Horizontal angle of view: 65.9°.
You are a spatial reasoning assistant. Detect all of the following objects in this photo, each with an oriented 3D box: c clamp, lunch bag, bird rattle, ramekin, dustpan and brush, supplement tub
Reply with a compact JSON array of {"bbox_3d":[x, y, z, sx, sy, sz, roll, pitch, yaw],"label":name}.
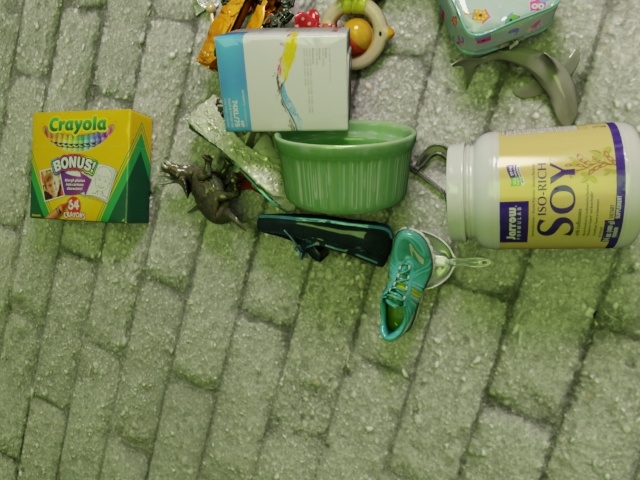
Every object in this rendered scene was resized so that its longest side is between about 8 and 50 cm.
[{"bbox_3d":[0.271,-0.150,1.155,0.161,0.022,0.137,37,97,15],"label":"c clamp"},{"bbox_3d":[0.362,-0.536,1.035,0.224,0.108,0.279,-19,77,4],"label":"lunch bag"},{"bbox_3d":[0.055,-0.500,1.167,0.253,0.143,0.207,-41,95,20],"label":"bird rattle"},{"bbox_3d":[0.055,-0.167,1.084,0.303,0.303,0.148,7,114,19],"label":"ramekin"},{"bbox_3d":[0.281,0.047,1.135,0.211,0.060,0.147,0,92,20],"label":"dustpan and brush"},{"bbox_3d":[0.428,-0.102,0.981,0.331,0.241,0.241,-1,92,19],"label":"supplement tub"}]

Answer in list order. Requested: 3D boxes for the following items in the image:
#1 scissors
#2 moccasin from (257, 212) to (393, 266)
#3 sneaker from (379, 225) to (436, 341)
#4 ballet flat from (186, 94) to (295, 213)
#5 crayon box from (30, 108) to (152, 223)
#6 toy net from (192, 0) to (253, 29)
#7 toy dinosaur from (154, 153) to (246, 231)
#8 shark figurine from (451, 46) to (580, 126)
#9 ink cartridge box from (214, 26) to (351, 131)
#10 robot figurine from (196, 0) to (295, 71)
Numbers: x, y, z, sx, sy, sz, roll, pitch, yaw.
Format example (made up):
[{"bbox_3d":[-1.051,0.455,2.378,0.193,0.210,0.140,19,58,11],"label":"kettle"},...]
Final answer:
[{"bbox_3d":[-0.248,-0.154,1.343,0.297,0.021,0.109,-12,89,21],"label":"scissors"},{"bbox_3d":[0.000,0.000,1.196,0.342,0.138,0.117,9,99,20],"label":"moccasin"},{"bbox_3d":[0.188,0.105,1.111,0.107,0.110,0.275,15,113,26],"label":"sneaker"},{"bbox_3d":[-0.183,-0.236,1.229,0.409,0.147,0.147,42,105,23],"label":"ballet flat"},{"bbox_3d":[-0.674,-0.213,1.444,0.363,0.106,0.313,3,93,20],"label":"crayon box"},{"bbox_3d":[-0.265,-0.614,1.314,0.232,0.045,0.122,46,106,13],"label":"toy net"},{"bbox_3d":[-0.280,-0.122,1.299,0.313,0.121,0.160,46,118,14],"label":"toy dinosaur"},{"bbox_3d":[0.435,-0.370,1.039,0.278,0.116,0.166,29,100,15],"label":"shark figurine"},{"bbox_3d":[-0.068,-0.361,1.095,0.270,0.198,0.197,1,117,5],"label":"ink cartridge box"},{"bbox_3d":[-0.178,-0.534,1.218,0.211,0.085,0.291,36,103,14],"label":"robot figurine"}]
